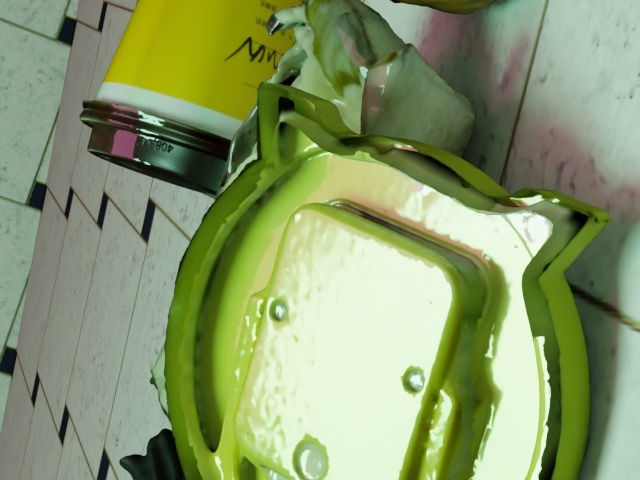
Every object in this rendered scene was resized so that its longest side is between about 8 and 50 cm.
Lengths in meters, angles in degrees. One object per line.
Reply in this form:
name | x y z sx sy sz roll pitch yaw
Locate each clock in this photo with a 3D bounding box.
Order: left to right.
clock | 0.030 0.075 0.779 0.277 0.071 0.293 33 109 34

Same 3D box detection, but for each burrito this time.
burrito | 0.002 0.002 0.927 0.331 0.135 0.190 -69 25 18

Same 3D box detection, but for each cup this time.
cup | -0.097 -0.176 1.237 0.196 0.196 0.279 12 85 71

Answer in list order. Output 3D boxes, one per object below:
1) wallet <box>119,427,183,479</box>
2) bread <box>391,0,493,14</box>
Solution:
wallet | -0.028 0.259 0.830 0.051 0.197 0.377 -42 28 4
bread | 0.025 -0.277 0.918 0.194 0.179 0.340 -66 22 19
